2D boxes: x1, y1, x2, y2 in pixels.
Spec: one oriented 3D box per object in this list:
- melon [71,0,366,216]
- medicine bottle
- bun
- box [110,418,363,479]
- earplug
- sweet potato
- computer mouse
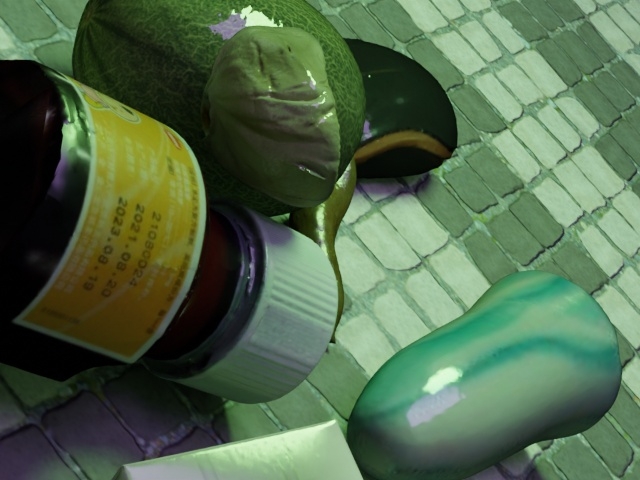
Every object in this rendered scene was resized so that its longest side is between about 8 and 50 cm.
[{"bbox_3d":[-0.102,-0.153,1.709,0.302,0.237,0.237,30,35,-20],"label":"melon"},{"bbox_3d":[-0.171,0.017,1.458,0.395,0.242,0.242,30,32,-49],"label":"medicine bottle"},{"bbox_3d":[-0.050,-0.108,1.516,0.113,0.173,0.166,-6,85,-12],"label":"bun"},{"bbox_3d":[-0.041,0.284,1.357,0.203,0.106,0.251,-7,60,-32],"label":"box"},{"bbox_3d":[0.145,0.153,1.710,0.324,0.185,0.185,-19,69,-51],"label":"earplug"},{"bbox_3d":[-0.002,0.001,1.820,0.069,0.059,0.249,13,51,-10],"label":"sweet potato"},{"bbox_3d":[0.049,-0.160,2.006,0.323,0.116,0.183,-5,52,-51],"label":"computer mouse"}]
